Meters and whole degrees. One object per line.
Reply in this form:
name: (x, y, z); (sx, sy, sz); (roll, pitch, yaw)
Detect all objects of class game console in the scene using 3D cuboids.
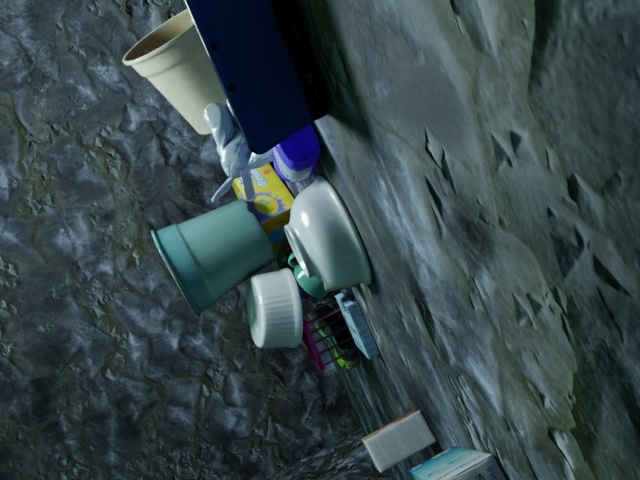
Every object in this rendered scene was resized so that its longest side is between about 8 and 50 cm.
game console: (-0.120, -0.331, 0.998); (0.293, 0.173, 0.250); (69, 171, -24)

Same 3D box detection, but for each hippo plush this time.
hippo plush: (-0.164, -0.273, 1.557); (0.236, 0.234, 0.294); (-36, -58, -68)

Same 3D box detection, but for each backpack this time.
backpack: (-0.044, 0.181, 2.312); (0.158, 0.116, 0.173); (57, 172, 48)

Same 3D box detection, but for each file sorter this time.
file sorter: (0.004, 0.277, 2.032); (0.291, 0.182, 0.202); (49, 161, 60)

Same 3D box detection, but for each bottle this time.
bottle: (-0.062, -0.196, 1.323); (0.283, 0.092, 0.118); (138, 107, -82)

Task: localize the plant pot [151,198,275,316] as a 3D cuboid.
plant pot: (-0.360, 0.036, 1.979); (0.341, 0.334, 0.341); (57, 169, 17)

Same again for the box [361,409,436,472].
box: (0.209, 0.539, 1.528); (0.091, 0.170, 0.130); (61, 172, 16)

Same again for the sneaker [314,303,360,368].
sneaker: (0.067, 0.352, 2.222); (0.300, 0.111, 0.121); (52, 156, 36)

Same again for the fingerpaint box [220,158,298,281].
fingerpaint box: (-0.194, -0.106, 2.221); (0.445, 0.163, 0.371); (55, 168, 43)

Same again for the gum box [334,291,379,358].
gum box: (0.113, 0.264, 1.784); (0.157, 0.041, 0.185); (-148, 35, -77)

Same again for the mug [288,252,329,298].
mug: (-0.010, 0.094, 1.725); (0.157, 0.097, 0.129); (21, -147, -47)

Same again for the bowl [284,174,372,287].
bowl: (0.000, 0.000, 1.384); (0.298, 0.134, 0.298); (156, 90, -82)

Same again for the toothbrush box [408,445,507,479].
toothbrush box: (0.296, 0.533, 1.100); (0.216, 0.126, 0.295); (63, 171, 14)

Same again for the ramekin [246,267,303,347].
ramekin: (-0.163, 0.237, 1.934); (0.277, 0.135, 0.277); (174, 90, -71)

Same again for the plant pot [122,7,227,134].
plant pot: (-0.368, -0.506, 1.723); (0.305, 0.333, 0.334); (57, 178, -33)

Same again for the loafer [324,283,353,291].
loafer: (0.006, 0.045, 1.627); (0.268, 0.092, 0.102); (57, 169, 46)
